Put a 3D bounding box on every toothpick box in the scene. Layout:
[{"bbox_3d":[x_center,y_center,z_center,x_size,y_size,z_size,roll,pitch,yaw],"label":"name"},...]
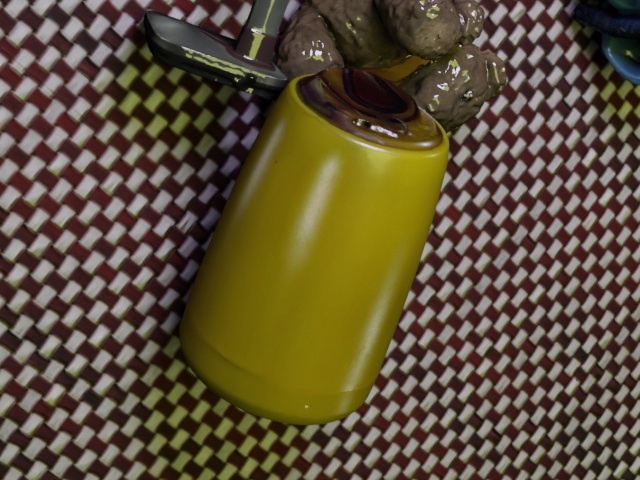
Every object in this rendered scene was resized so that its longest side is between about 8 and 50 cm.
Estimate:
[{"bbox_3d":[0.000,0.000,1.143,0.175,0.175,0.271,5,120,-29],"label":"toothpick box"}]

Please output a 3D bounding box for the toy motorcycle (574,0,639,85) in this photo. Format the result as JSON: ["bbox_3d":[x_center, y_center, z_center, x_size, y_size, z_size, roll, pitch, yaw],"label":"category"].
[{"bbox_3d":[0.285,-0.296,1.269,0.416,0.172,0.232,32,79,-39],"label":"toy motorcycle"}]

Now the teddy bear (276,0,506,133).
[{"bbox_3d":[0.072,-0.163,1.222,0.177,0.140,0.190,-25,132,24],"label":"teddy bear"}]

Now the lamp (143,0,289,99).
[{"bbox_3d":[-0.091,-0.272,1.108,0.203,0.124,0.283,15,92,-20],"label":"lamp"}]
